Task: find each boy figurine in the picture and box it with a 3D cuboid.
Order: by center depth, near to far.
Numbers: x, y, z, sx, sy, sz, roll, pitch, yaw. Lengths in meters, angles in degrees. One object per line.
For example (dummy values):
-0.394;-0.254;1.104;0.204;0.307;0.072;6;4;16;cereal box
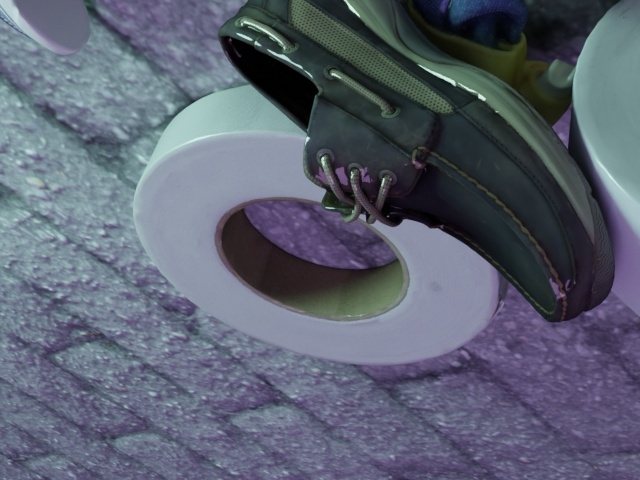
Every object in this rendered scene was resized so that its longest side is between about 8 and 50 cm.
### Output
0.125;-0.138;0.699;0.177;0.092;0.285;35;161;40;boy figurine

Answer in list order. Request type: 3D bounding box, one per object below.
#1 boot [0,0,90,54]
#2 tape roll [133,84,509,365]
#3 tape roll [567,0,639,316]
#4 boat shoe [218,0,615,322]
-0.287;-0.230;0.804;0.086;0.069;0.190;-13;127;46;boot
0.000;0.000;0.974;0.392;0.072;0.392;11;144;8;tape roll
0.301;-0.059;0.583;0.286;0.286;0.100;7;142;15;tape roll
0.049;-0.064;0.645;0.355;0.130;0.132;50;170;34;boat shoe
